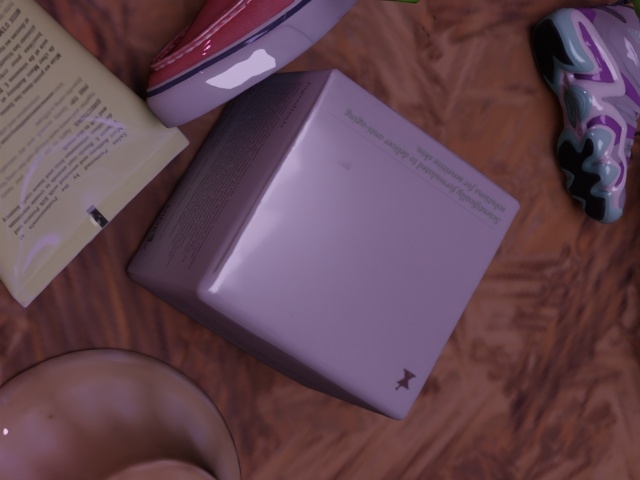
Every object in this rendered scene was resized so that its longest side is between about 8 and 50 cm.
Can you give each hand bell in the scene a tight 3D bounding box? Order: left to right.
[{"bbox_3d":[-0.040,0.114,0.513,0.126,0.242,0.126,-2,95,-25],"label":"hand bell"}]

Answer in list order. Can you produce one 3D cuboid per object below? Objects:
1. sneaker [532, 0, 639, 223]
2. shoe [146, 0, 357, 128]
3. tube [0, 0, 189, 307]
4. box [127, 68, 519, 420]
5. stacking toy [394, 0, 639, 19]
[{"bbox_3d":[0.139,-0.061,0.693,0.069,0.038,0.098,-18,102,-22],"label":"sneaker"},{"bbox_3d":[-0.017,-0.125,0.605,0.178,0.063,0.081,-42,109,-22],"label":"shoe"},{"bbox_3d":[-0.154,-0.087,0.549,0.070,0.062,0.240,-29,118,25],"label":"tube"},{"bbox_3d":[0.000,0.000,0.606,0.101,0.087,0.102,34,80,-24],"label":"box"},{"bbox_3d":[0.076,-0.194,0.613,0.167,0.052,0.221,0,83,-34],"label":"stacking toy"}]
